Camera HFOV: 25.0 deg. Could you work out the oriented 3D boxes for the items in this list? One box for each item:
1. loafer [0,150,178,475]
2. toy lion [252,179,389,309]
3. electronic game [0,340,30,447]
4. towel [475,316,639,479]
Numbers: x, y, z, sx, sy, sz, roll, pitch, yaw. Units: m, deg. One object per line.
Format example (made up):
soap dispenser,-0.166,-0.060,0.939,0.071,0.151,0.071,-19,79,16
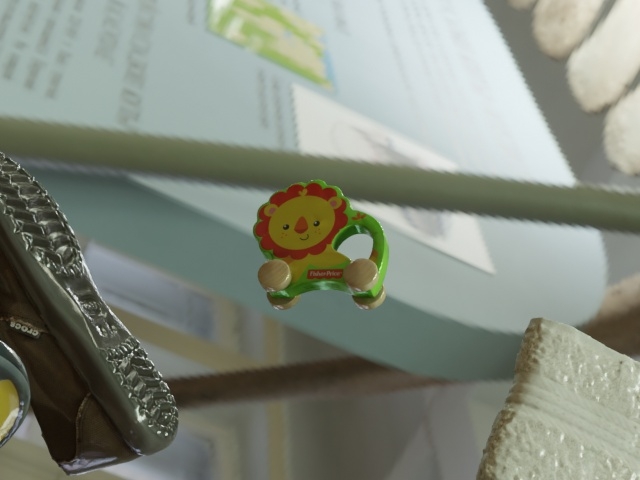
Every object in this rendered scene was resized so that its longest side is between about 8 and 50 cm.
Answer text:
loafer,-0.279,0.062,1.325,0.130,0.366,0.134,-36,167,11
toy lion,0.000,0.000,1.009,0.034,0.100,0.096,65,30,-53
electronic game,-0.281,0.103,0.824,0.229,0.229,0.048,-50,-133,45
towel,0.292,0.212,1.355,0.187,0.282,0.049,-66,-171,-29
